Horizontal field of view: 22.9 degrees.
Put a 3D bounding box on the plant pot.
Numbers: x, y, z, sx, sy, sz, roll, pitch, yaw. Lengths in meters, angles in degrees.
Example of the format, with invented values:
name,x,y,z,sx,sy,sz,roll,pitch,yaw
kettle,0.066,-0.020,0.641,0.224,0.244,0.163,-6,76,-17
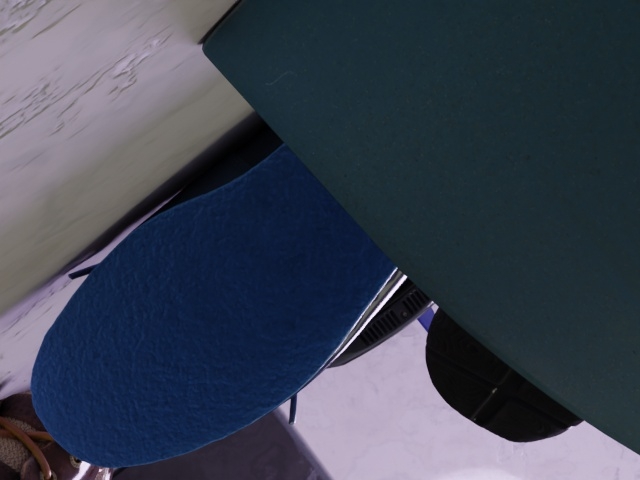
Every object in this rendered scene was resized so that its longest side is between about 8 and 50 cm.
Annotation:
name,x,y,z,sx,sy,sz,roll,pitch,yaw
plant pot,0.113,-0.046,0.599,0.166,0.234,0.165,-40,175,38

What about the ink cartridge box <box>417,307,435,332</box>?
name,x,y,z,sx,sy,sz,roll,pitch,yaw
ink cartridge box,0.268,-0.027,1.719,0.395,0.270,0.151,-35,170,-23

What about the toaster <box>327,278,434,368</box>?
name,x,y,z,sx,sy,sz,roll,pitch,yaw
toaster,0.052,-0.023,1.061,0.227,0.129,0.146,-43,177,36

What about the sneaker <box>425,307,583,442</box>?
name,x,y,z,sx,sy,sz,roll,pitch,yaw
sneaker,0.246,-0.016,1.418,0.257,0.169,0.447,-51,166,-39

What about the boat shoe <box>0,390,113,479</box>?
name,x,y,z,sx,sy,sz,roll,pitch,yaw
boat shoe,-0.214,0.155,1.060,0.123,0.123,0.342,-67,166,5

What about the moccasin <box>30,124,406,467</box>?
name,x,y,z,sx,sy,sz,roll,pitch,yaw
moccasin,0.000,0.000,0.839,0.342,0.138,0.117,-37,180,10
